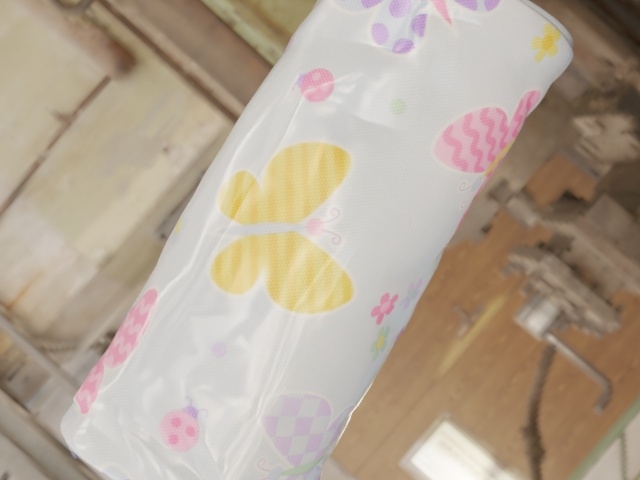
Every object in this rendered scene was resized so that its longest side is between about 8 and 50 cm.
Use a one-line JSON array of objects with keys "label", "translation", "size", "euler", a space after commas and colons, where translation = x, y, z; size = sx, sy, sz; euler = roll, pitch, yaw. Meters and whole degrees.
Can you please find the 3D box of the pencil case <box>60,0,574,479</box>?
[{"label": "pencil case", "translation": [0.000, 0.000, 0.550], "size": [0.113, 0.273, 0.124], "euler": [31, -176, 15]}]
